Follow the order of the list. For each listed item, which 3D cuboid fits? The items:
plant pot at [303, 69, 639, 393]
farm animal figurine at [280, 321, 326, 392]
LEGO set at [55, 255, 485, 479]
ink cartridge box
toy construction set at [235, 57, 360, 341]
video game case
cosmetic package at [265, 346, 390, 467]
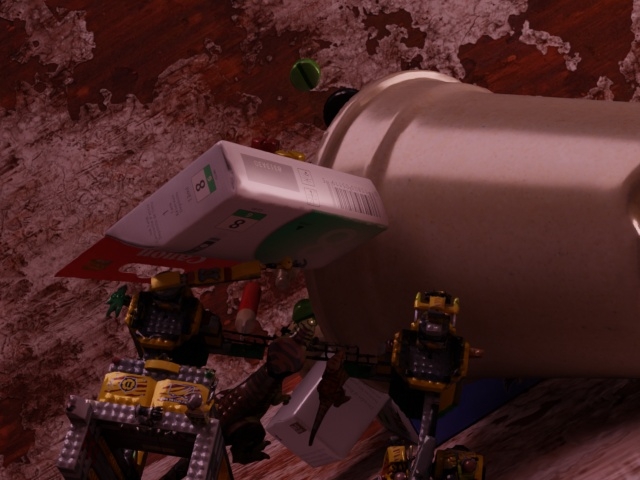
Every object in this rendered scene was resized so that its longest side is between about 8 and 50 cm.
[{"bbox_3d":[0.207,-0.002,0.864,0.305,0.333,0.334,3,25,47],"label":"plant pot"},{"bbox_3d":[0.078,0.108,1.353,0.327,0.172,0.330,-33,-15,3],"label":"farm animal figurine"},{"bbox_3d":[-0.032,0.113,0.686,0.192,0.331,0.255,88,-161,-56],"label":"LEGO set"},{"bbox_3d":[-0.083,0.007,0.793,0.225,0.056,0.181,-35,-27,33],"label":"ink cartridge box"},{"bbox_3d":[0.000,0.000,1.078,0.308,0.257,0.237,-56,9,18],"label":"toy construction set"},{"bbox_3d":[0.199,0.147,1.162,0.270,0.061,0.244,-30,0,-9],"label":"video game case"},{"bbox_3d":[0.045,0.157,1.141,0.231,0.085,0.117,-51,3,-25],"label":"cosmetic package"}]
